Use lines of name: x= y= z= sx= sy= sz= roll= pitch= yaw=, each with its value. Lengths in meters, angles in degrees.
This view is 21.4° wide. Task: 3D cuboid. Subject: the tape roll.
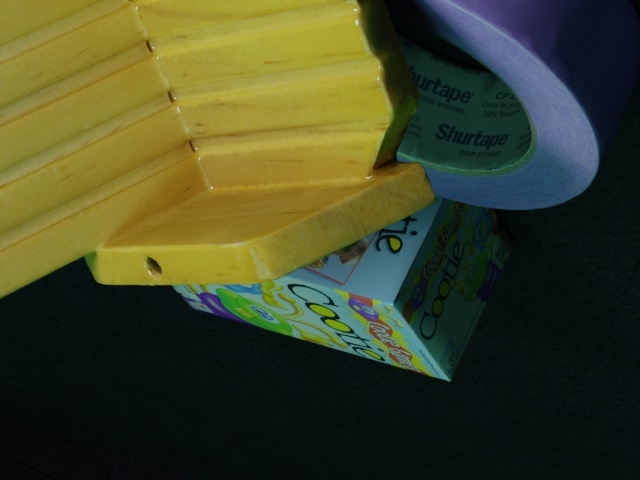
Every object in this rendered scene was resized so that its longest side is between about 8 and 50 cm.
tape roll: x=0.074 y=-0.132 z=1.139 sx=0.275 sy=0.090 sz=0.275 roll=23 pitch=160 yaw=9

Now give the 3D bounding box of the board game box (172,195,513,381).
board game box: x=0.000 y=0.000 z=1.462 sx=0.275 sy=0.144 sz=0.142 roll=14 pitch=157 yaw=33

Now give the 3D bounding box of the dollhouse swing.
dollhouse swing: x=-0.180 y=-0.109 z=1.016 sx=0.315 sy=0.305 sz=0.347 roll=-1 pitch=115 yaw=52
